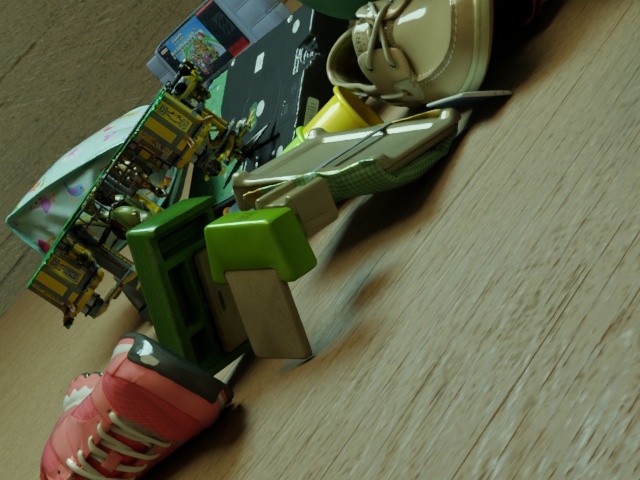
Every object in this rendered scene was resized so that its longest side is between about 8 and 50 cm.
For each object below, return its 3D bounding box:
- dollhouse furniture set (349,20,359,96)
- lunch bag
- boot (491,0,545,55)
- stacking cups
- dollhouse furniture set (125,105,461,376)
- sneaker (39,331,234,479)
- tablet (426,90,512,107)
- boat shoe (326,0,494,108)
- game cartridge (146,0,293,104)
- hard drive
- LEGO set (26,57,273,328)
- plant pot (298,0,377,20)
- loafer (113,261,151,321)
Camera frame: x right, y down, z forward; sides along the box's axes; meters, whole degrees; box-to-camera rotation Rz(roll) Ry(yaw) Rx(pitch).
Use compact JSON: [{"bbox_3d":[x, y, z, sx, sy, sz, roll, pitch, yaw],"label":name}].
[{"bbox_3d":[0.008,-0.248,1.817,0.123,0.144,0.151,-47,-2,-30],"label":"dollhouse furniture set"},{"bbox_3d":[-0.275,-0.080,1.775,0.262,0.160,0.223,-38,11,10],"label":"lunch bag"},{"bbox_3d":[0.233,-0.298,1.351,0.244,0.088,0.176,-53,13,5],"label":"boot"},{"bbox_3d":[-0.051,-0.025,1.421,0.316,0.096,0.096,-48,12,15],"label":"stacking cups"},{"bbox_3d":[0.000,0.000,1.206,0.197,0.151,0.301,-4,21,40],"label":"dollhouse furniture set"},{"bbox_3d":[-0.177,0.184,1.153,0.314,0.116,0.136,-37,24,59],"label":"sneaker"},{"bbox_3d":[0.142,-0.136,1.229,0.054,0.006,0.083,-5,1,-19],"label":"tablet"},{"bbox_3d":[0.088,-0.197,1.333,0.341,0.110,0.122,159,114,-76],"label":"boat shoe"},{"bbox_3d":[-0.148,-0.301,2.208,0.355,0.230,0.068,-28,22,53],"label":"game cartridge"},{"bbox_3d":[-0.077,-0.151,1.690,0.339,0.064,0.237,-23,54,58],"label":"hard drive"},{"bbox_3d":[-0.176,-0.025,1.512,0.331,0.192,0.255,-54,11,6],"label":"LEGO set"},{"bbox_3d":[0.082,-0.393,1.339,0.293,0.293,0.235,-49,17,-14],"label":"plant pot"},{"bbox_3d":[-0.223,0.018,1.789,0.096,0.084,0.267,-43,13,18],"label":"loafer"}]
